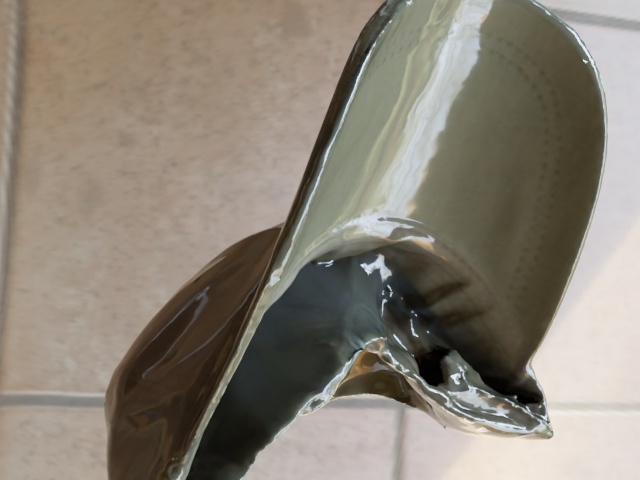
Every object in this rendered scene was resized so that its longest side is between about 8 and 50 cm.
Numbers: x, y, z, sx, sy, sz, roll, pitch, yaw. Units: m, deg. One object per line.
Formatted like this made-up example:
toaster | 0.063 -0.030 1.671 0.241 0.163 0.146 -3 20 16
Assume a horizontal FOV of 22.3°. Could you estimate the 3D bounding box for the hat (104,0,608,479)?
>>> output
hat | 0.000 0.000 0.513 0.166 0.144 0.173 -9 106 -41
